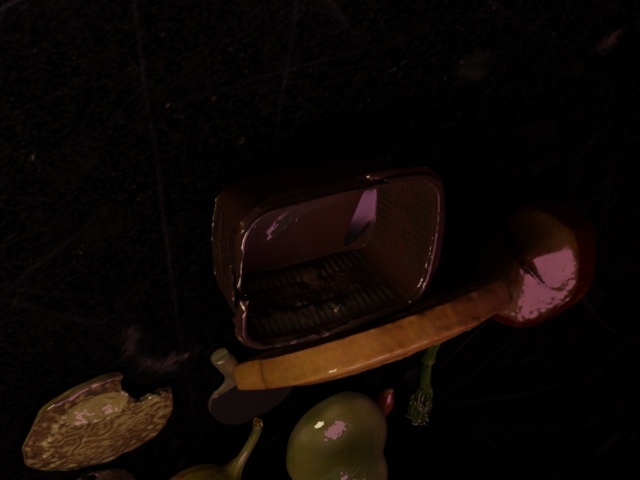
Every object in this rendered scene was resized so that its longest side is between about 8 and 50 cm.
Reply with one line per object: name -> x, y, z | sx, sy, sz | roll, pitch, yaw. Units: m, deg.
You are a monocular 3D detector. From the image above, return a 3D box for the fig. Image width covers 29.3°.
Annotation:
fig -> -0.159, 0.385, 1.980 | 0.245, 0.149, 0.149 | -54, 146, 4

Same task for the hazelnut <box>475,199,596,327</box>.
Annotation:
hazelnut -> 0.328, 0.031, 1.885 | 0.181, 0.181, 0.212 | 36, 108, -27

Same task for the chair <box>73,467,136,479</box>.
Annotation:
chair -> -0.356, 0.418, 1.847 | 0.174, 0.149, 0.213 | -35, -167, 0

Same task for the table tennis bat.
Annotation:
table tennis bat -> -0.115, 0.219, 1.859 | 0.138, 0.022, 0.246 | -32, 150, -2

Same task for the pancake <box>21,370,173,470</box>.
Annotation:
pancake -> -0.314, 0.261, 1.725 | 0.212, 0.029, 0.235 | -38, 149, 8

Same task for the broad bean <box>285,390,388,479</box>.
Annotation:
broad bean -> 0.028, 0.353, 2.109 | 0.189, 0.121, 0.263 | -22, 132, -10

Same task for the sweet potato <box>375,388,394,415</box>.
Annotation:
sweet potato -> 0.112, 0.287, 2.150 | 0.034, 0.034, 0.095 | -20, 146, -21

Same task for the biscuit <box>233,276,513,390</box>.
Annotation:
biscuit -> 0.077, 0.139, 1.705 | 0.385, 0.062, 0.365 | -17, 179, -37

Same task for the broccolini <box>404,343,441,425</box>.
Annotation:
broccolini -> 0.188, 0.240, 2.157 | 0.054, 0.051, 0.239 | -13, 137, -20

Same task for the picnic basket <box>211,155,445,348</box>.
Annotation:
picnic basket -> 0.000, 0.000, 1.516 | 0.297, 0.129, 0.222 | -13, 123, -28
